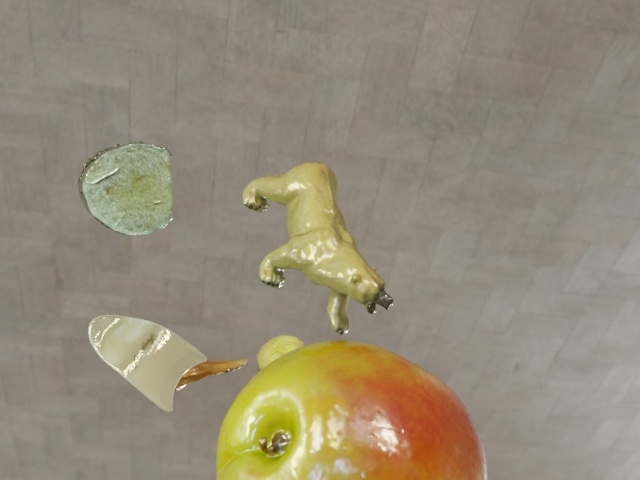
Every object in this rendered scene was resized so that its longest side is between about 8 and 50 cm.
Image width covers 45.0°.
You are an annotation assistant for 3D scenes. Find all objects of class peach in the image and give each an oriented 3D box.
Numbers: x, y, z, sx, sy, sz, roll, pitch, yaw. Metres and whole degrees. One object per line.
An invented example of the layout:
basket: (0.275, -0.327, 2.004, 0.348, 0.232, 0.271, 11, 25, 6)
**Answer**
peach: (0.025, 0.199, 0.663, 0.231, 0.231, 0.231, -1, 135, -1)

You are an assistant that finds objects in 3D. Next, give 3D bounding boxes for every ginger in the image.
ginger: (-0.044, 0.277, 1.332, 0.116, 0.109, 0.263, -33, 134, -22)

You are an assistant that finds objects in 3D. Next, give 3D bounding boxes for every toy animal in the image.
toy animal: (0.000, 0.000, 0.775, 0.103, 0.219, 0.101, 18, 129, -32)

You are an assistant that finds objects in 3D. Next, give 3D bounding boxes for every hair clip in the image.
hair clip: (-0.454, 0.285, 1.956, 0.282, 0.172, 0.113, 25, 153, 20)

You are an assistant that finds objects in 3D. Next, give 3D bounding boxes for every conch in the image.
conch: (-0.356, 0.360, 2.177, 0.330, 0.093, 0.109, -16, 162, -27)

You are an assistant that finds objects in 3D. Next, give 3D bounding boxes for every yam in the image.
yam: (-0.430, -0.122, 1.690, 0.201, 0.271, 0.202, -3, 101, -13)
